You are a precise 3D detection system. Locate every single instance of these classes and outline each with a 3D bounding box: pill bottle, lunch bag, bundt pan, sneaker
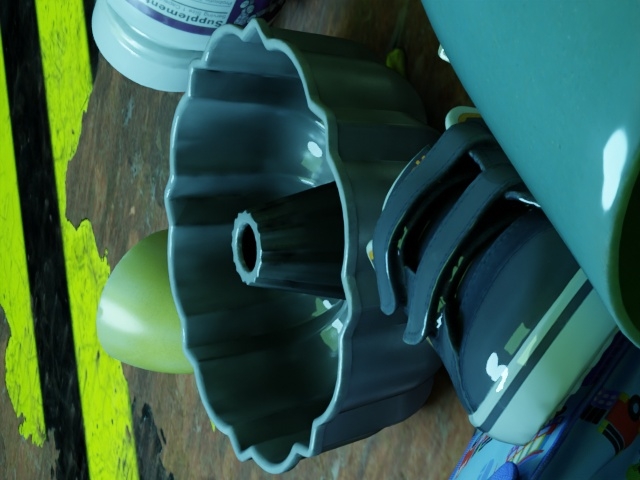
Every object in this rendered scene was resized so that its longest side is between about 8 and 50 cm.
[{"bbox_3d":[-0.087,-0.259,1.261,0.301,0.169,0.169,-59,43,50],"label":"pill bottle"},{"bbox_3d":[0.090,0.191,0.811,0.138,0.293,0.221,47,145,6],"label":"lunch bag"},{"bbox_3d":[0.000,0.000,1.176,0.331,0.124,0.331,175,90,-65],"label":"bundt pan"},{"bbox_3d":[0.086,0.010,0.821,0.126,0.127,0.321,-55,-2,9],"label":"sneaker"}]

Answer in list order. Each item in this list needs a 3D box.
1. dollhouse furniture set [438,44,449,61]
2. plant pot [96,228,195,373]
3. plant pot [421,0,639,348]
[{"bbox_3d":[0.148,-0.132,0.788,0.161,0.101,0.182,27,128,15],"label":"dollhouse furniture set"},{"bbox_3d":[-0.123,0.070,1.456,0.095,0.134,0.134,28,122,32],"label":"plant pot"},{"bbox_3d":[0.160,-0.137,0.599,0.235,0.293,0.293,53,141,34],"label":"plant pot"}]
